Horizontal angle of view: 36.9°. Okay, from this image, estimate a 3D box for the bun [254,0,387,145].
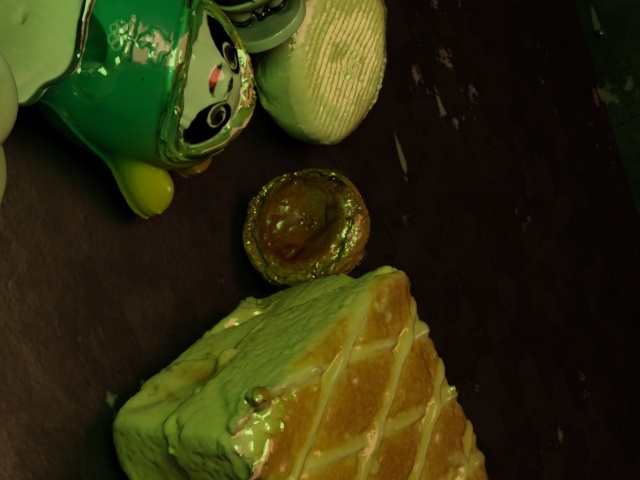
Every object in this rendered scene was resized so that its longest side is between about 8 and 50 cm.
[{"bbox_3d":[-0.013,-0.287,1.461,0.287,0.146,0.287,-22,118,-51],"label":"bun"}]

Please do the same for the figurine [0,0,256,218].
[{"bbox_3d":[-0.225,-0.201,1.122,0.340,0.231,0.324,23,76,-58],"label":"figurine"}]

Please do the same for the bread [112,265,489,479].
[{"bbox_3d":[-0.014,0.265,1.143,0.390,0.279,0.371,-44,113,-50],"label":"bread"}]

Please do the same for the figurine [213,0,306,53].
[{"bbox_3d":[-0.098,-0.363,1.191,0.133,0.176,0.236,62,2,41],"label":"figurine"}]

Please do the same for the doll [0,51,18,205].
[{"bbox_3d":[-0.366,-0.091,0.884,0.221,0.221,0.251,8,79,-51],"label":"doll"}]

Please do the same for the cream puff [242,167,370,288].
[{"bbox_3d":[0.000,0.000,1.372,0.169,0.183,0.183,40,44,-63],"label":"cream puff"}]
